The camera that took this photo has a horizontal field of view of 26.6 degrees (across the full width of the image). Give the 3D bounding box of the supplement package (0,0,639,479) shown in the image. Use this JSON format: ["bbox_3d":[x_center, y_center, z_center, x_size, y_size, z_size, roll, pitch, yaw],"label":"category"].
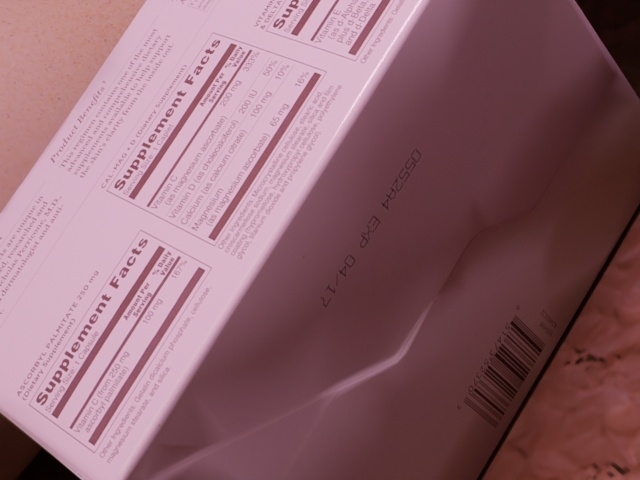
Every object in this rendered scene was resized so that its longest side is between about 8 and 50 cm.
[{"bbox_3d":[0.000,0.000,0.590,0.145,0.204,0.262,26,80,41],"label":"supplement package"}]

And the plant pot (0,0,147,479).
[{"bbox_3d":[-0.168,-0.034,0.734,0.274,0.256,0.256,-42,44,-15],"label":"plant pot"}]
